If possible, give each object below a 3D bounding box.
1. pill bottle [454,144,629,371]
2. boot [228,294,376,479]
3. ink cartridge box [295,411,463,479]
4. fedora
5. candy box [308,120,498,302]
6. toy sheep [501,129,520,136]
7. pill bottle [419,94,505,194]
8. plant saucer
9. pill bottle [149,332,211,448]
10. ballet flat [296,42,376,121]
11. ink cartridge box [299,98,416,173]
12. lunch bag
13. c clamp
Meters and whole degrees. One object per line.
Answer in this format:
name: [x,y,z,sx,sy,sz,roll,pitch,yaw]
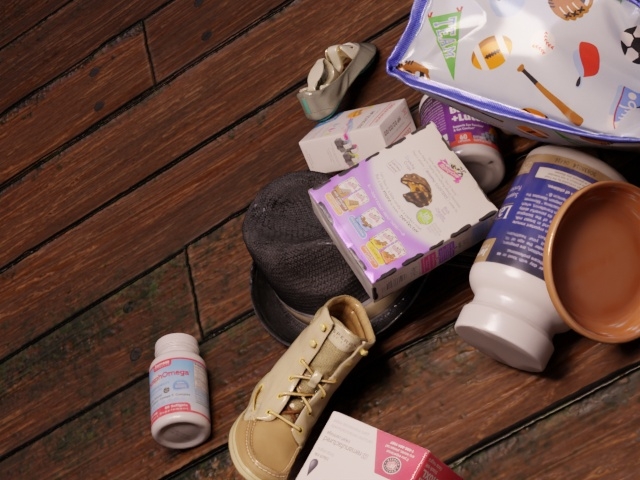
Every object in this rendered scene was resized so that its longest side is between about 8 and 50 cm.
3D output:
pill bottle: [0.282,0.025,1.800,0.153,0.153,0.264,13,68,42]
boot: [-0.019,0.196,1.857,0.203,0.095,0.262,-50,7,25]
ink cartridge box: [0.042,0.360,1.780,0.172,0.100,0.237,17,71,44]
fedora: [0.000,0.000,2.025,0.334,0.152,0.334,-22,50,28]
candy box: [0.111,-0.039,1.875,0.196,0.070,0.165,-29,65,-8]
toy sheep: [0.301,-0.202,1.998,0.132,0.091,0.091,-53,41,20]
pill bottle: [0.199,-0.163,2.029,0.108,0.108,0.193,-25,48,22]
plant saucer: [0.350,0.027,1.728,0.200,0.200,0.037,-61,22,-14]
pill bottle: [-0.209,0.220,2.081,0.087,0.087,0.160,-26,47,20]
ballet flat: [0.027,-0.270,2.218,0.072,0.068,0.213,-10,33,38]
ink cartridge box: [0.073,-0.159,2.126,0.181,0.061,0.104,-9,25,32]
lunch bag: [0.334,-0.222,1.728,0.385,0.328,0.239,24,101,25]
c clamp: [0.231,-0.020,1.968,0.161,0.022,0.137,1,67,38]
